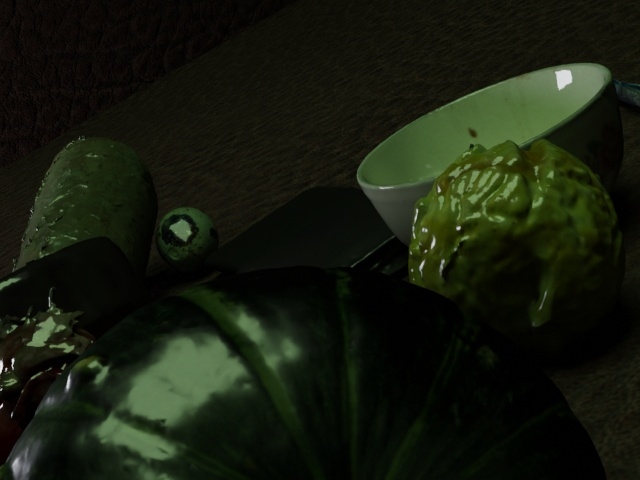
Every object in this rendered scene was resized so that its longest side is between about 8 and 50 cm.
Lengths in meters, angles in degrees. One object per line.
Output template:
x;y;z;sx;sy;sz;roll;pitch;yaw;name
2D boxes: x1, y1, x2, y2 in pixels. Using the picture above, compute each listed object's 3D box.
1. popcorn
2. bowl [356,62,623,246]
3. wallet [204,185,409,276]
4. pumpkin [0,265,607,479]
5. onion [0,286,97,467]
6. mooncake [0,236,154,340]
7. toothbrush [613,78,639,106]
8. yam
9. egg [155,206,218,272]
0.163;0.012;1.157;0.198;0.198;0.212;-24;-17;1;popcorn
0.187;-0.061;1.374;0.277;0.145;0.277;-21;17;7;bowl
0.000;0.000;1.616;0.197;0.051;0.377;-33;18;-18;wallet
-0.009;0.167;0.680;0.323;0.323;0.241;-34;-13;-27;pumpkin
-0.149;0.172;0.909;0.347;0.285;0.348;-14;26;7;onion
-0.298;0.120;1.402;0.283;0.141;0.283;-36;-6;-4;mooncake
0.395;-0.155;1.558;0.035;0.042;0.413;11;13;-10;toothbrush
-0.303;-0.002;1.767;0.168;0.168;0.304;-21;29;13;yam
-0.178;0.000;1.804;0.085;0.085;0.110;-24;23;3;egg
